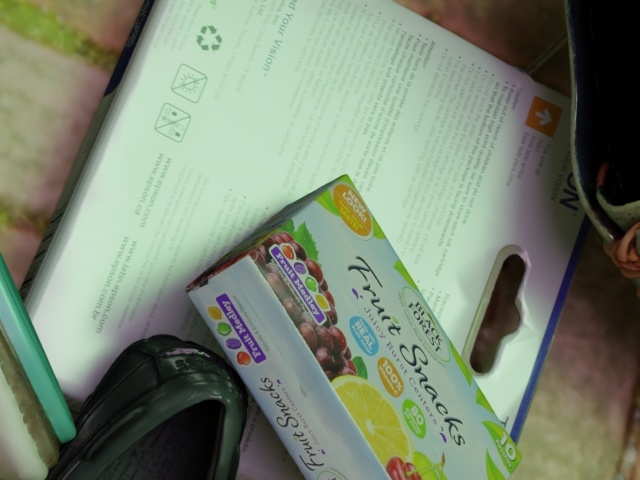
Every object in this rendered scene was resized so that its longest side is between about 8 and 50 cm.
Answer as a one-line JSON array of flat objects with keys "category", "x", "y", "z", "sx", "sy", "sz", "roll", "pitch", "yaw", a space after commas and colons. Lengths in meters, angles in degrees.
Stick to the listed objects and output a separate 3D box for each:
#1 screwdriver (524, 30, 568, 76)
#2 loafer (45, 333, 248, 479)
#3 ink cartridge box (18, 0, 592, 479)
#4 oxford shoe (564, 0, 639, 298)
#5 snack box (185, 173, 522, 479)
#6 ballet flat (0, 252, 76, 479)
[{"category": "screwdriver", "x": 0.131, "y": -0.105, "z": 0.879, "sx": 0.025, "sy": 0.024, "sz": 0.170, "roll": 36, "pitch": 70, "yaw": 18}, {"category": "loafer", "x": -0.097, "y": 0.139, "z": 0.698, "sx": 0.076, "sy": 0.078, "sz": 0.223, "roll": 29, "pitch": 91, "yaw": -15}, {"category": "ink cartridge box", "x": 0.000, "y": 0.000, "z": 0.797, "sx": 0.224, "sy": 0.045, "sz": 0.223, "roll": 27, "pitch": 74, "yaw": -16}, {"category": "oxford shoe", "x": 0.163, "y": 0.008, "z": 0.792, "sx": 0.130, "sy": 0.123, "sz": 0.348, "roll": -19, "pitch": 98, "yaw": -40}, {"category": "snack box", "x": 0.017, "y": 0.054, "z": 0.724, "sx": 0.141, "sy": 0.037, "sz": 0.100, "roll": 58, "pitch": 29, "yaw": -6}, {"category": "ballet flat", "x": -0.220, "y": -0.076, "z": 0.687, "sx": 0.139, "sy": 0.139, "sz": 0.400, "roll": -20, "pitch": 81, "yaw": -23}]
